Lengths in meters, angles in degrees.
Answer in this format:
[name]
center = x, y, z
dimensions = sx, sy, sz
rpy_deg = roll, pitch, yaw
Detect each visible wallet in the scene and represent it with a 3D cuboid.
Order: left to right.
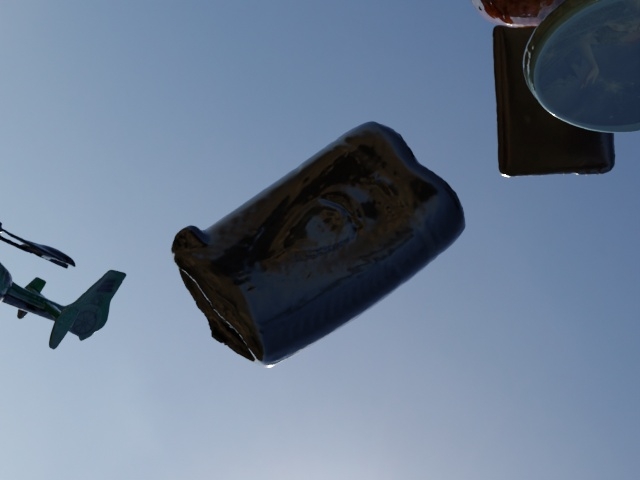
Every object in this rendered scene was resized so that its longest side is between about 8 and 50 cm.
[wallet]
center = 0.344, -0.208, 1.390
dimensions = 0.049, 0.182, 0.229
rpy_deg = -121, -152, -84

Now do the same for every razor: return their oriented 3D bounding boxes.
[razor]
center = 0.000, 0.000, 1.154
dimensions = 0.204, 0.349, 0.113
rpy_deg = 51, -21, 16

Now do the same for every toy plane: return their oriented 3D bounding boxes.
[toy plane]
center = -0.380, 0.040, 1.030
dimensions = 0.106, 0.382, 0.155
rpy_deg = 31, -92, 45

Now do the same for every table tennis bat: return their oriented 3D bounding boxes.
[table tennis bat]
center = 0.261, -0.118, 0.710
dimensions = 0.149, 0.237, 0.038
rpy_deg = -40, -141, 42

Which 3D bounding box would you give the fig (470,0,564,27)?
[fig]
center = 0.209, -0.295, 0.948
dimensions = 0.149, 0.148, 0.202
rpy_deg = -28, -95, 28
